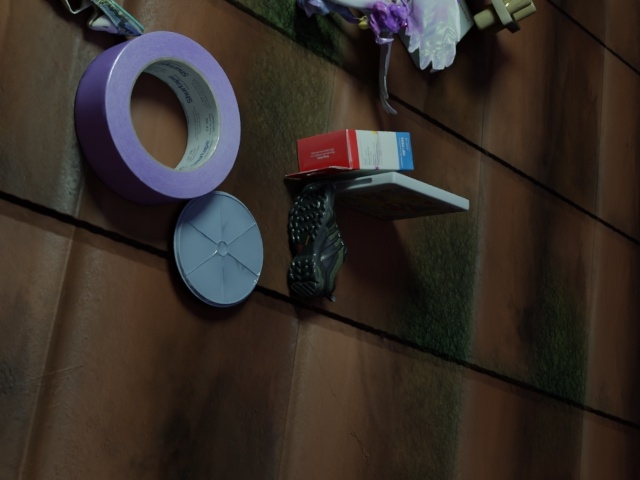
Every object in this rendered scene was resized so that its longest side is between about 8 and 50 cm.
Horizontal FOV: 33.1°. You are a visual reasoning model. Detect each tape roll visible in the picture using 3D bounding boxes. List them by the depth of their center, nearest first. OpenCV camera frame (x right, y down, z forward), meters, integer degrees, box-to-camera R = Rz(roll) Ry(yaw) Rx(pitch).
[{"bbox_3d":[-0.261,-0.197,1.760,0.274,0.090,0.275,11,75,-44],"label":"tape roll"}]

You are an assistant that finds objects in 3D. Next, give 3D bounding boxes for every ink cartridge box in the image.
[{"bbox_3d":[0.052,-0.162,2.044,0.231,0.134,0.078,-3,86,-47],"label":"ink cartridge box"},{"bbox_3d":[0.247,-0.476,2.342,0.175,0.072,0.127,-50,118,-38],"label":"ink cartridge box"}]

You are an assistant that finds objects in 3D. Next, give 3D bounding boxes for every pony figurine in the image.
[{"bbox_3d":[0.134,-0.468,2.106,0.363,0.303,0.351,19,70,-23],"label":"pony figurine"}]

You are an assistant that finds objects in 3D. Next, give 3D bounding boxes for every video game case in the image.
[{"bbox_3d":[0.136,-0.081,2.065,0.227,0.206,0.026,16,74,-44],"label":"video game case"}]

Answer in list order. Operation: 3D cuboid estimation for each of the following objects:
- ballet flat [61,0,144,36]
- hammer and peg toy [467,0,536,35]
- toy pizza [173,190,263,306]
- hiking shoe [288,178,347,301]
[{"bbox_3d":[-0.365,-0.374,1.711,0.188,0.070,0.070,43,55,-31],"label":"ballet flat"},{"bbox_3d":[0.339,-0.624,2.352,0.361,0.127,0.266,64,16,-1],"label":"hammer and peg toy"},{"bbox_3d":[-0.178,0.015,1.851,0.201,0.032,0.201,11,75,-46],"label":"toy pizza"},{"bbox_3d":[0.000,0.000,2.016,0.114,0.086,0.227,18,78,-55],"label":"hiking shoe"}]
